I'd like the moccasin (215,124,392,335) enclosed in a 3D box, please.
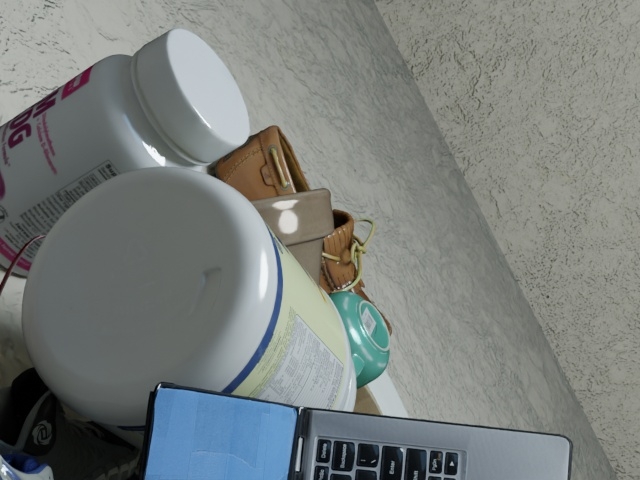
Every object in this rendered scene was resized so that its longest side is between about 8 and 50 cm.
[{"bbox_3d":[0.000,-0.001,1.854,0.380,0.147,0.139,58,15,-9],"label":"moccasin"}]

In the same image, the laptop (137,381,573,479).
[{"bbox_3d":[0.038,0.327,0.978,0.236,0.408,0.382,145,-48,-76],"label":"laptop"}]

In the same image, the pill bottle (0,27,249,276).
[{"bbox_3d":[-0.224,-0.091,1.273,0.160,0.283,0.160,48,24,-31],"label":"pill bottle"}]

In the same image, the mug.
[{"bbox_3d":[0.036,0.144,1.633,0.129,0.097,0.157,32,36,-52],"label":"mug"}]

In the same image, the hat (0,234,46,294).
[{"bbox_3d":[-0.297,0.129,0.974,0.208,0.183,0.173,65,21,10],"label":"hat"}]

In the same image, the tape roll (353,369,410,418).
[{"bbox_3d":[0.020,0.259,1.689,0.392,0.072,0.392,47,25,-31],"label":"tape roll"}]

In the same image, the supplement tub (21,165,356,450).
[{"bbox_3d":[-0.106,0.098,1.170,0.325,0.235,0.235,52,19,-60],"label":"supplement tub"}]

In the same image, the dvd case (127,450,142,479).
[{"bbox_3d":[-0.155,0.293,1.319,0.180,0.022,0.253,54,22,-20],"label":"dvd case"}]

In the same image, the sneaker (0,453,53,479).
[{"bbox_3d":[-0.233,0.243,0.988,0.296,0.112,0.131,65,27,-45],"label":"sneaker"}]

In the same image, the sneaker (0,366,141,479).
[{"bbox_3d":[-0.235,0.172,1.137,0.229,0.086,0.132,-35,124,-68],"label":"sneaker"}]

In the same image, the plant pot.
[{"bbox_3d":[-0.098,0.070,1.465,0.263,0.263,0.229,-20,99,-69],"label":"plant pot"}]
